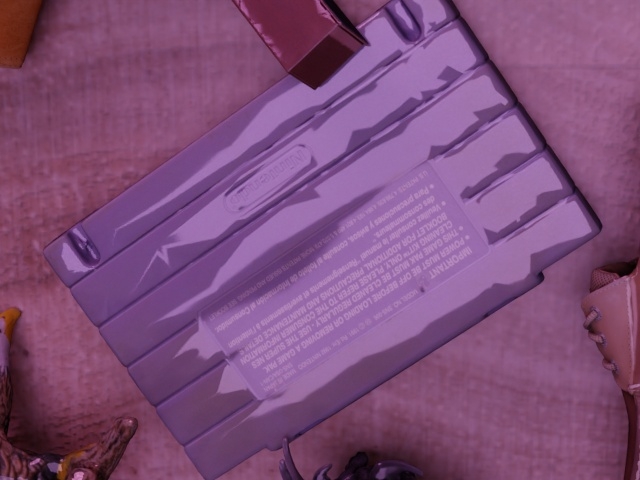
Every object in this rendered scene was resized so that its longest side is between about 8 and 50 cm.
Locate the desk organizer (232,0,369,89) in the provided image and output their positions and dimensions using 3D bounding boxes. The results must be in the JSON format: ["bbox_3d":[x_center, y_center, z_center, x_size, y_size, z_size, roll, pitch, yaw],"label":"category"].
[{"bbox_3d":[-0.029,-0.170,1.002,0.050,0.047,0.130,-42,64,12],"label":"desk organizer"}]

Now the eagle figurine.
[{"bbox_3d":[-0.296,0.129,1.070,0.298,0.225,0.226,21,114,-7],"label":"eagle figurine"}]

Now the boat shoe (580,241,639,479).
[{"bbox_3d":[0.243,0.050,1.007,0.116,0.123,0.324,13,97,13],"label":"boat shoe"}]

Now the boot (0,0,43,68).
[{"bbox_3d":[-0.200,-0.226,1.029,0.295,0.104,0.211,12,108,11],"label":"boot"}]

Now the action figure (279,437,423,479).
[{"bbox_3d":[0.084,0.243,1.043,0.276,0.164,0.141,21,92,-2],"label":"action figure"}]

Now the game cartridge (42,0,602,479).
[{"bbox_3d":[0.000,0.000,1.058,0.355,0.068,0.230,-33,99,13],"label":"game cartridge"}]
